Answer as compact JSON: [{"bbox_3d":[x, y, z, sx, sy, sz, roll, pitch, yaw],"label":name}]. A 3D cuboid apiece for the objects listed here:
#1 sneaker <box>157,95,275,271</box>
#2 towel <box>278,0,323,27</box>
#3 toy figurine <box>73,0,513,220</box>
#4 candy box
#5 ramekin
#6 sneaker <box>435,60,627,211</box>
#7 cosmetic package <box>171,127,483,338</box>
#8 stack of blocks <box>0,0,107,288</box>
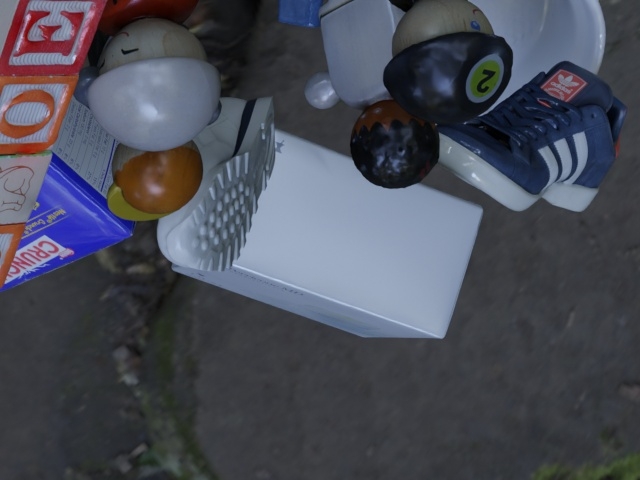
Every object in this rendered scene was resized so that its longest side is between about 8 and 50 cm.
[{"bbox_3d":[-0.101,-0.047,1.237,0.095,0.235,0.090,7,118,8],"label":"sneaker"},{"bbox_3d":[-0.019,-0.328,1.911,0.067,0.029,0.119,21,112,38],"label":"towel"},{"bbox_3d":[-0.021,-0.096,0.759,0.213,0.209,0.148,-8,74,-10],"label":"toy figurine"},{"bbox_3d":[-0.376,-0.093,1.549,0.268,0.122,0.317,-21,130,32],"label":"candy box"},{"bbox_3d":[0.174,-0.239,1.754,0.277,0.135,0.277,-7,131,-9],"label":"ramekin"},{"bbox_3d":[0.224,-0.121,1.606,0.131,0.350,0.148,36,107,22],"label":"sneaker"},{"bbox_3d":[0.000,0.000,1.475,0.224,0.225,0.138,20,80,-15],"label":"cosmetic package"},{"bbox_3d":[-0.196,-0.076,0.635,0.087,0.171,0.297,51,129,32],"label":"stack of blocks"}]
